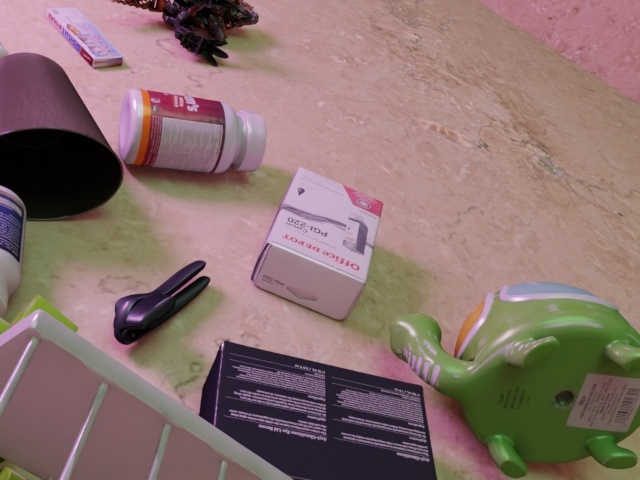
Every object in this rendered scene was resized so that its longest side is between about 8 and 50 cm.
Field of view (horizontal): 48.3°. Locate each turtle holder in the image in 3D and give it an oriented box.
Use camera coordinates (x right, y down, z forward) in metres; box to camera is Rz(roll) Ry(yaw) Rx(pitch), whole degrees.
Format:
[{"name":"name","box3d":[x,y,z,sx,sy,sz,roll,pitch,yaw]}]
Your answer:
[{"name":"turtle holder","box3d":[0.277,0.177,0.985,0.321,0.243,0.227,-19,25,6]}]

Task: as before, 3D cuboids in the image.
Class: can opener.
[{"name":"can opener","box3d":[-0.201,0.080,0.936,0.073,0.059,0.186,9,22,22]}]

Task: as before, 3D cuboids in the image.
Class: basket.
[{"name":"basket","box3d":[-0.408,-0.158,1.021,0.205,0.154,0.226,-2,42,-29]}]

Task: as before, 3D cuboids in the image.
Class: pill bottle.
[{"name":"pill bottle","box3d":[-0.209,-0.173,1.169,0.221,0.121,0.121,4,43,-26]},{"name":"pill bottle","box3d":[-0.406,0.018,0.855,0.094,0.094,0.169,6,42,-24]}]

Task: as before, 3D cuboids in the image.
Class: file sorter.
[{"name":"file sorter","box3d":[-0.195,0.228,0.571,0.278,0.193,0.173,43,35,-26]}]

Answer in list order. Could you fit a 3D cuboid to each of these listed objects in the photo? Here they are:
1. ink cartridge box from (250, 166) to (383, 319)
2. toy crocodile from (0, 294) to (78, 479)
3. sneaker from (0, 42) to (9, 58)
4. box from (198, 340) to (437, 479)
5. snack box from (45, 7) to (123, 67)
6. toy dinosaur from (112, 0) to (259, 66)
[{"name":"ink cartridge box","box3d":[0.000,0.000,1.111,0.159,0.092,0.217,23,39,-4]},{"name":"toy crocodile","box3d":[-0.337,0.183,0.704,0.115,0.105,0.340,44,30,-25]},{"name":"sneaker","box3d":[-0.568,-0.212,1.046,0.129,0.111,0.297,41,44,-1]},{"name":"box","box3d":[-0.007,0.240,0.818,0.261,0.103,0.184,16,36,-14]},{"name":"snack box","box3d":[-0.451,-0.390,1.364,0.064,0.022,0.178,-19,56,-44]},{"name":"toy dinosaur","box3d":[-0.275,-0.479,1.508,0.322,0.164,0.218,-21,41,-22]}]
